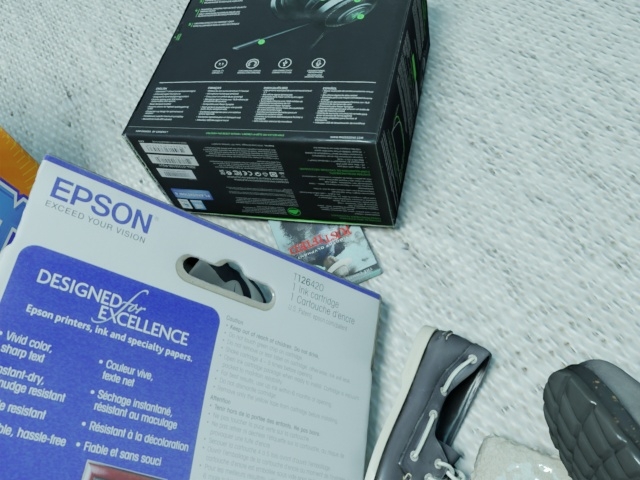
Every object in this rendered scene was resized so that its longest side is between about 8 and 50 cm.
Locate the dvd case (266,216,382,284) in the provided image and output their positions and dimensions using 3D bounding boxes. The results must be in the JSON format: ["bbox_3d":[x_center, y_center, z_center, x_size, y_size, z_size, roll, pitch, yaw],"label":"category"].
[{"bbox_3d":[0.000,0.000,0.631,0.087,0.013,0.119,-22,59,1],"label":"dvd case"}]

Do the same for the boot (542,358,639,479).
[{"bbox_3d":[0.320,0.165,0.366,0.223,0.118,0.338,-33,64,-14],"label":"boot"}]

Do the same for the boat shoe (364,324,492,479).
[{"bbox_3d":[0.082,0.164,0.485,0.065,0.075,0.206,11,60,23],"label":"boat shoe"}]

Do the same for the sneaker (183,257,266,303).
[{"bbox_3d":[-0.168,0.006,0.587,0.235,0.153,0.094,33,73,27],"label":"sneaker"}]

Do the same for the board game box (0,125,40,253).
[{"bbox_3d":[-0.503,0.018,0.544,0.356,0.356,0.356,10,64,18],"label":"board game box"}]

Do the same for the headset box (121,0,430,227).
[{"bbox_3d":[-0.025,-0.172,0.655,0.246,0.131,0.283,4,59,17],"label":"headset box"}]

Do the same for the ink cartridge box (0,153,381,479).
[{"bbox_3d":[-0.098,0.138,0.433,0.072,0.304,0.307,-30,44,46],"label":"ink cartridge box"}]

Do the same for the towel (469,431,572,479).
[{"bbox_3d":[0.221,0.261,0.414,0.282,0.049,0.187,15,65,22],"label":"towel"}]
